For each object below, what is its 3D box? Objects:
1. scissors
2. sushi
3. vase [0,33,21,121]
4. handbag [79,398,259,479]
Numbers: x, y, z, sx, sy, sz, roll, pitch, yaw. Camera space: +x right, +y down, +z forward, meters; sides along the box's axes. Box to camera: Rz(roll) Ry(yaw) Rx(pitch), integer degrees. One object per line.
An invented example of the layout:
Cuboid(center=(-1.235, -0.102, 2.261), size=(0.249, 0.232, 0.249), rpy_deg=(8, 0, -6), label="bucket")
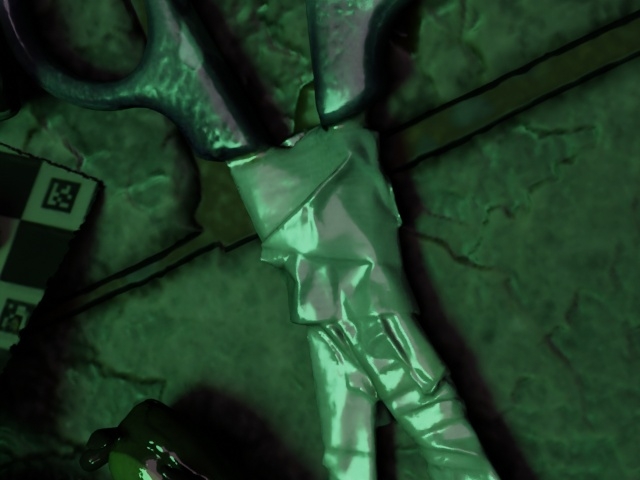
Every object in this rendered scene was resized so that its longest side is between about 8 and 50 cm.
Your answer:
Cuboid(center=(0.000, 0.000, 0.852), size=(0.256, 0.029, 0.383), rpy_deg=(-17, 90, 24), label="scissors")
Cuboid(center=(-0.208, 0.031, 0.890), size=(0.139, 0.031, 0.201), rpy_deg=(20, 74, 20), label="sushi")
Cuboid(center=(-0.249, -0.053, 0.894), size=(0.211, 0.060, 0.060), rpy_deg=(-19, 88, 0), label="vase")
Cuboid(center=(-0.055, 0.119, 0.867), size=(0.111, 0.072, 0.047), rpy_deg=(43, 65, 8), label="handbag")
